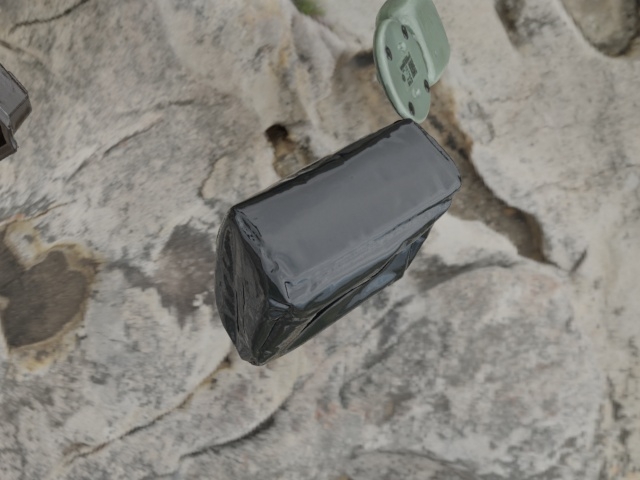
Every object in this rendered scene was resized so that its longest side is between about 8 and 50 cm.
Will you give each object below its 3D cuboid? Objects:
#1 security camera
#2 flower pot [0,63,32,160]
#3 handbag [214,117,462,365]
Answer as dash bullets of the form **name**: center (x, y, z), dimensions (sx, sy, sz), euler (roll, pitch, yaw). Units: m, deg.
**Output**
- **security camera**: center (0.122, -0.276, 1.407), dimensions (0.157, 0.080, 0.301), euler (64, 29, -23)
- **flower pot**: center (-0.510, -0.231, 1.311), dimensions (0.251, 0.179, 0.084), euler (51, 53, -20)
- **handbag**: center (-0.002, -0.003, 1.168), dimensions (0.302, 0.275, 0.178), euler (-31, 78, -28)
